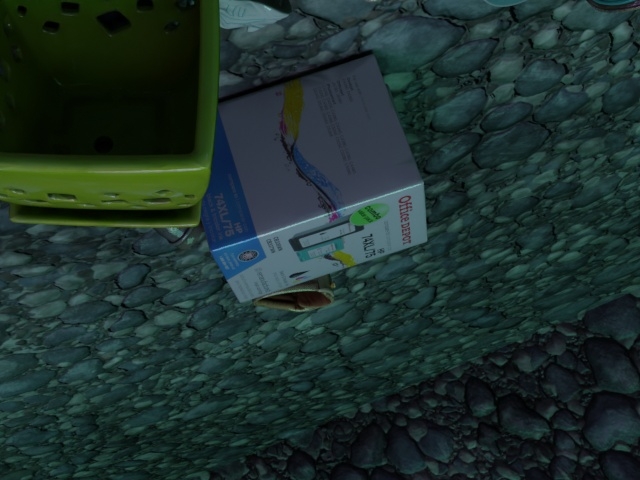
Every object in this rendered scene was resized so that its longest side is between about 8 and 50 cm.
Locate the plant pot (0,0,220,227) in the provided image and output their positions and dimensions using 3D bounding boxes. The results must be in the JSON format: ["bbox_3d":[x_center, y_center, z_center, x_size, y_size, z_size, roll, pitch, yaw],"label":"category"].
[{"bbox_3d":[-0.213,-0.129,1.011,0.228,0.227,0.207,1,159,-5],"label":"plant pot"}]

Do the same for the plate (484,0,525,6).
[{"bbox_3d":[0.248,-0.334,1.134,0.188,0.024,0.188,-28,159,-12],"label":"plate"}]

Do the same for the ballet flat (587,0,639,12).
[{"bbox_3d":[0.445,-0.361,1.163,0.316,0.108,0.106,-34,165,34],"label":"ballet flat"}]

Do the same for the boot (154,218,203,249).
[{"bbox_3d":[-0.248,-0.087,1.267,0.208,0.189,0.076,33,95,-36],"label":"boot"}]

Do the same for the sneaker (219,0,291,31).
[{"bbox_3d":[-0.099,-0.250,1.076,0.061,0.054,0.152,-31,154,33],"label":"sneaker"}]

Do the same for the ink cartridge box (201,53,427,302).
[{"bbox_3d":[-0.019,-0.076,1.328,0.270,0.197,0.198,-18,157,0],"label":"ink cartridge box"}]

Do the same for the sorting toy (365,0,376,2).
[{"bbox_3d":[0.108,-0.334,1.055,0.193,0.038,0.208,-21,156,8],"label":"sorting toy"}]

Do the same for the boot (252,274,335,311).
[{"bbox_3d":[0.000,0.000,1.497,0.261,0.204,0.095,-2,152,-30],"label":"boot"}]
